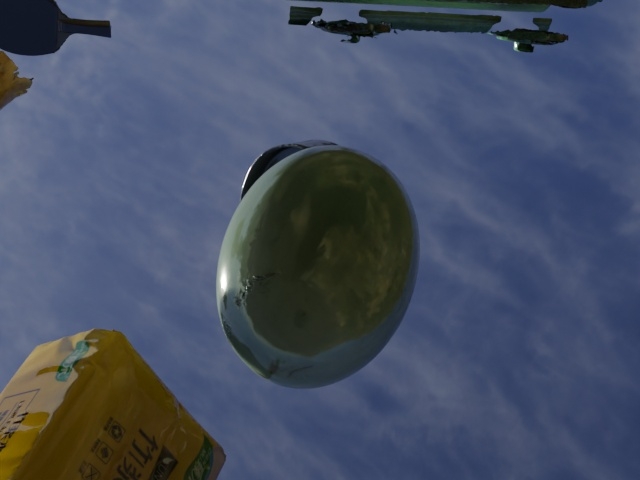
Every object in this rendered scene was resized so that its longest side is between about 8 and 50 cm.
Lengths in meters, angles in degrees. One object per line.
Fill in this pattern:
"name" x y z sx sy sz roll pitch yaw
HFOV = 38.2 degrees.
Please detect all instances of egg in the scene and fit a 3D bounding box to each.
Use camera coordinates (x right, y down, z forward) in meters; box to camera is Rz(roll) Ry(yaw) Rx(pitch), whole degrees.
"egg" -0.001 0.022 0.951 0.203 0.203 0.282 17 -130 7

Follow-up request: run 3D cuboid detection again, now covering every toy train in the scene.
"toy train" 0.091 -0.231 0.807 0.308 0.189 0.126 -2 -78 -15

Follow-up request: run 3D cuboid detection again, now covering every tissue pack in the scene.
"tissue pack" -0.330 0.352 1.208 0.228 0.293 0.382 -18 -150 32

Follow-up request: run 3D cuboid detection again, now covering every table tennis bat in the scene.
"table tennis bat" -0.180 -0.142 0.604 0.083 0.050 0.007 1 -135 -12

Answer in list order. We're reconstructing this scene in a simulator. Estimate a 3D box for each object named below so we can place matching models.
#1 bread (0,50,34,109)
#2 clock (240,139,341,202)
"bread" -0.464 -0.174 1.159 0.134 0.085 0.173 5 -140 39
"clock" 0.000 0.001 1.414 0.066 0.319 0.319 -22 -120 -38
